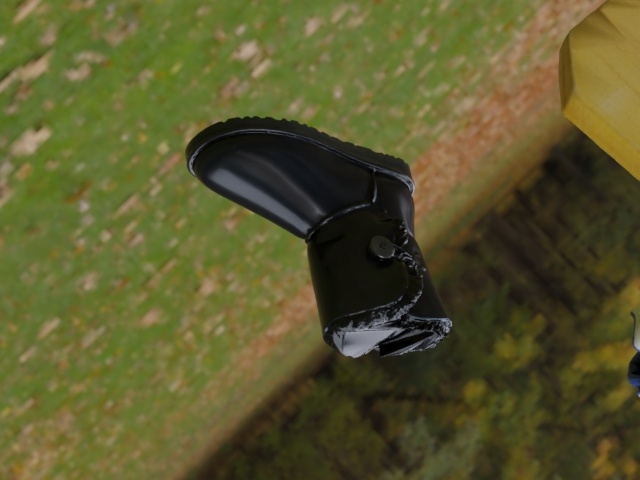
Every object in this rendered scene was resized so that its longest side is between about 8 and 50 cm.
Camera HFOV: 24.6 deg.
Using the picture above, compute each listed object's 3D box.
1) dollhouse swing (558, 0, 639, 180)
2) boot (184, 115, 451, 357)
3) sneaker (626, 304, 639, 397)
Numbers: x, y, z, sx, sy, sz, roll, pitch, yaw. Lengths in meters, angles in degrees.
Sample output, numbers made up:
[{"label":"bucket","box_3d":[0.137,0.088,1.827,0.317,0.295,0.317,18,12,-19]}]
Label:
[{"label":"dollhouse swing","box_3d":[0.357,-0.033,1.159,0.347,0.305,0.315,-40,150,-27]},{"label":"boot","box_3d":[0.000,0.000,1.369,0.246,0.207,0.094,12,138,-27]},{"label":"sneaker","box_3d":[0.388,0.139,1.531,0.296,0.131,0.112,67,25,-50]}]
